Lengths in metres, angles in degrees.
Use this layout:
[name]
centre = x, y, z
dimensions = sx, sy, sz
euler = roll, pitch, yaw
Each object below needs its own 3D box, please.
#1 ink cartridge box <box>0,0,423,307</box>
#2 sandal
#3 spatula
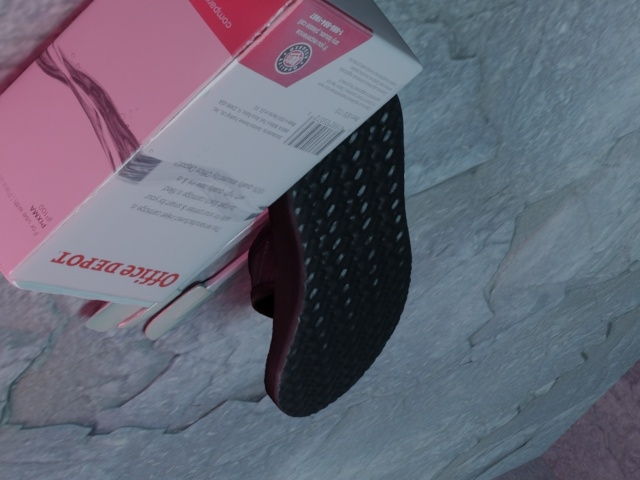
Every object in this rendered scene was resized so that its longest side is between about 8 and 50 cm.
[ink cartridge box]
centre = -0.096, -0.091, 1.027
dimensions = 0.283, 0.117, 0.207
euler = -41, 158, 15
[sandal]
centre = 0.002, -0.002, 1.389
dimensions = 0.167, 0.107, 0.446
euler = -26, 143, -26
[spatula]
centre = -0.102, 0.016, 1.386
dimensions = 0.242, 0.019, 0.168
euler = -38, 158, 9
